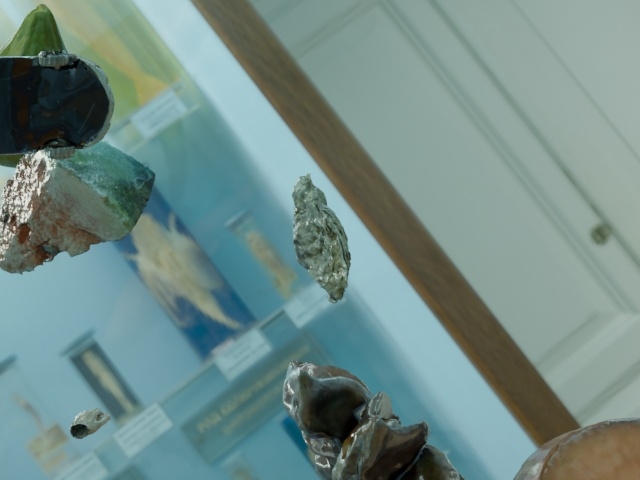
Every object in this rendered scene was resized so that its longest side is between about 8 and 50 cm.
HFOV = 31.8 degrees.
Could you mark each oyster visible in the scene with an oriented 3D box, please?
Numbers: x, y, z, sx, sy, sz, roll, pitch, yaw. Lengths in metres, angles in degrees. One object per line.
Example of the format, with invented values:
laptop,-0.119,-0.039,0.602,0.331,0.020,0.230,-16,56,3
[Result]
oyster,0.000,0.000,1.609,0.064,0.177,0.125,-16,-13,-25

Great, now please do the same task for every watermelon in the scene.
watermelon,-0.345,-0.038,1.441,0.241,0.154,0.094,-34,31,36

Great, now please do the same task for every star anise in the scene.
star anise,0.049,0.157,0.747,0.073,0.197,0.212,-44,0,-7

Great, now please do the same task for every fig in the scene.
fig,-0.397,-0.189,1.554,0.167,0.167,0.233,-35,-8,-38

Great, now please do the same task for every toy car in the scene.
toy car,-0.286,-0.120,0.999,0.205,0.095,0.056,-3,13,-7

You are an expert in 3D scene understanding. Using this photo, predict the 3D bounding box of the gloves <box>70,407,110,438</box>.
gloves,-0.309,0.245,1.506,0.044,0.037,0.081,-1,0,9

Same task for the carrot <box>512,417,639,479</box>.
carrot,0.276,0.250,0.826,0.100,0.307,0.258,-54,12,47
